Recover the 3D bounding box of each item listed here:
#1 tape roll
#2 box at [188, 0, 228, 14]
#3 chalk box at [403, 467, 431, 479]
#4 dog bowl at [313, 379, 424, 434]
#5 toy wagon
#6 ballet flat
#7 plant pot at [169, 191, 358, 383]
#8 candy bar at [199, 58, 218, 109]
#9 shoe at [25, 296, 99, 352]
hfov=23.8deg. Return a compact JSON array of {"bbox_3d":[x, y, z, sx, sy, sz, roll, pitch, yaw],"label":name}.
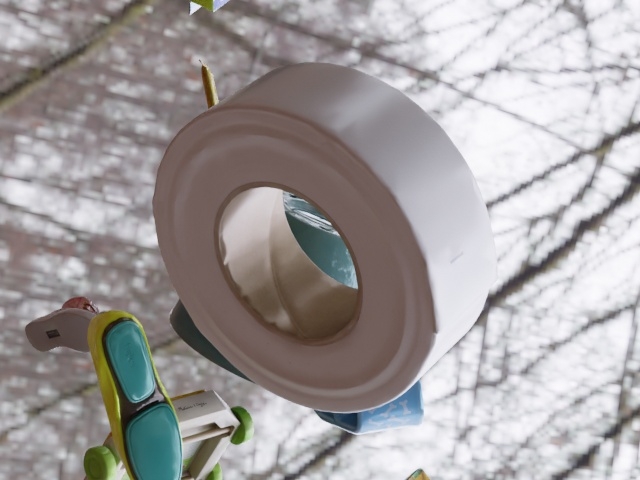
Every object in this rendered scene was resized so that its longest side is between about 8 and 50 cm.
[{"bbox_3d":[0.000,0.000,1.264,0.286,0.100,0.286,19,-54,29],"label":"tape roll"},{"bbox_3d":[-0.107,-0.353,1.778,0.042,0.109,0.178,28,-42,22],"label":"box"},{"bbox_3d":[0.057,0.367,1.600,0.213,0.132,0.132,-42,-97,21],"label":"chalk box"},{"bbox_3d":[0.033,0.142,1.764,0.297,0.074,0.166,178,-105,-75],"label":"dog bowl"},{"bbox_3d":[-0.254,0.351,2.200,0.068,0.267,0.344,53,-48,26],"label":"toy wagon"},{"bbox_3d":[-0.212,0.181,1.715,0.077,0.077,0.231,14,-58,53],"label":"ballet flat"},{"bbox_3d":[-0.045,0.066,2.264,0.293,0.293,0.235,42,-69,52],"label":"plant pot"},{"bbox_3d":[-0.174,-0.215,2.459,0.018,0.040,0.162,-13,-103,10],"label":"candy bar"},{"bbox_3d":[-0.327,0.109,2.081,0.178,0.081,0.063,-10,-70,48],"label":"shoe"}]
